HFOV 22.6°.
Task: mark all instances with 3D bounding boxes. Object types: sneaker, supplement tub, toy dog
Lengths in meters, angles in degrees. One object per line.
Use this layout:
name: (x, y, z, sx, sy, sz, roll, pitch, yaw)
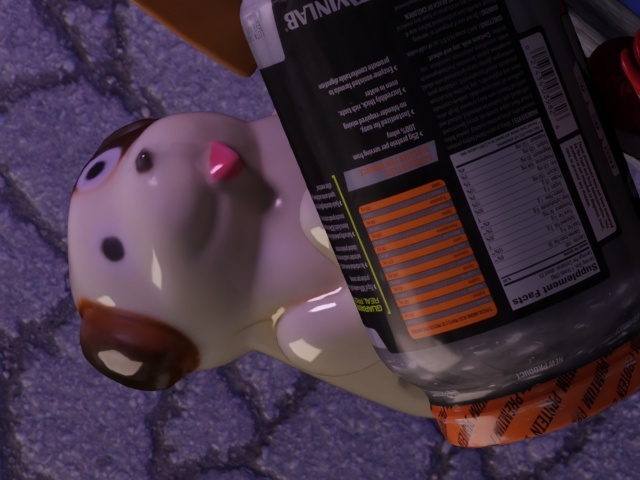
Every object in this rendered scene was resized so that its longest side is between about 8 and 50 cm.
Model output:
sneaker: (0.214, -0.103, 0.977, 0.128, 0.087, 0.221, 57, 177, -36)
supplement tub: (0.091, -0.043, 1.009, 0.193, 0.193, 0.316, -84, -27, -82)
toy dog: (0.000, 0.000, 1.293, 0.408, 0.284, 0.395, 7, 158, -15)

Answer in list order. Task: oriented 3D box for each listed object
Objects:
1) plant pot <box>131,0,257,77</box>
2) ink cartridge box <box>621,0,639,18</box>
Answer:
plant pot: (-0.102, -0.280, 1.104, 0.291, 0.203, 0.291, 38, -173, -6)
ink cartridge box: (0.164, -0.089, 0.600, 0.097, 0.046, 0.207, 38, -173, -19)
